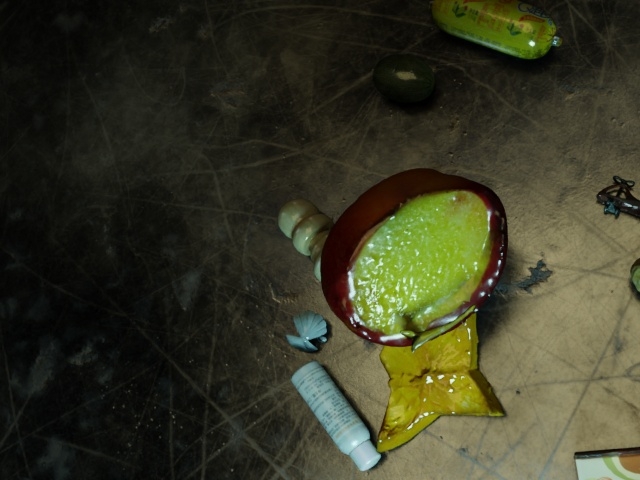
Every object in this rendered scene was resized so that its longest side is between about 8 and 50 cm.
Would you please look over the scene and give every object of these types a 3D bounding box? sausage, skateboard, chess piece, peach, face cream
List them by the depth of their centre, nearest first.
[{"bbox_3d":[0.192,0.029,1.688,0.406,0.310,0.335,-44,103,0],"label":"peach"},{"bbox_3d":[0.680,-0.087,1.747,0.151,0.067,0.080,24,74,27],"label":"skateboard"},{"bbox_3d":[0.037,0.396,1.813,0.082,0.082,0.269,-39,67,5],"label":"face cream"},{"bbox_3d":[0.411,-0.524,1.921,0.347,0.123,0.123,25,84,24],"label":"sausage"},{"bbox_3d":[0.000,0.000,1.921,0.143,0.143,0.261,-45,59,2],"label":"chess piece"}]

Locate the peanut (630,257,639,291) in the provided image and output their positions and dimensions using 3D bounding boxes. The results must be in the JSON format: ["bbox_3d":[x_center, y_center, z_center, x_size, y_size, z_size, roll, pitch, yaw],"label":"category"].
[{"bbox_3d":[0.743,0.111,1.651,0.226,0.095,0.108,30,102,20],"label":"peanut"}]

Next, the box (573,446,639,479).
[{"bbox_3d":[0.687,0.583,1.519,0.345,0.122,0.384,-10,72,16],"label":"box"}]

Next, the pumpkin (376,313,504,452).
[{"bbox_3d":[0.235,0.303,1.766,0.290,0.095,0.258,-19,74,17],"label":"pumpkin"}]

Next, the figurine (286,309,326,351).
[{"bbox_3d":[-0.028,0.214,1.898,0.095,0.082,0.086,25,66,-2],"label":"figurine"}]

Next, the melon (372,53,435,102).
[{"bbox_3d":[0.198,-0.395,1.961,0.168,0.114,0.114,22,83,23],"label":"melon"}]
